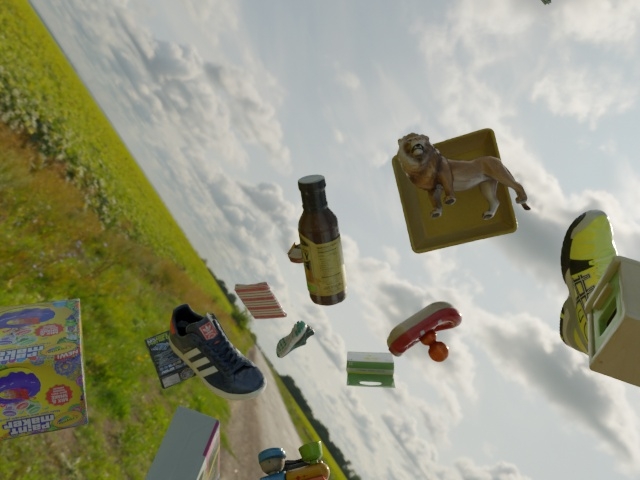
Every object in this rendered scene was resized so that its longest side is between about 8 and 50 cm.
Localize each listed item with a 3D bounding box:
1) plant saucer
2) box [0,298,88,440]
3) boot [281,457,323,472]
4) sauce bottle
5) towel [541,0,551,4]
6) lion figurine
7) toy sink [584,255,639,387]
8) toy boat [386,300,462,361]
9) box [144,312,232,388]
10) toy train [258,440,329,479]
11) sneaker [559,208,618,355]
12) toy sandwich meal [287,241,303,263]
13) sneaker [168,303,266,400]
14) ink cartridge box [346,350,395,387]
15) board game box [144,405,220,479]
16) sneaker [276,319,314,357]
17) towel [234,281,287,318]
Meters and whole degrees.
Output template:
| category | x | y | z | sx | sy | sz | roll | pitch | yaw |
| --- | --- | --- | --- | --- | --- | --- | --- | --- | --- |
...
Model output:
| category | x | y | z | sx | sy | sz | roll | pitch | yaw |
| --- | --- | --- | --- | --- | --- | --- | --- | --- | --- |
| plant saucer | 0.425 | -0.151 | 1.769 | 0.081 | 0.333 | 0.332 | -2 | 78 | -68 |
| box | -0.664 | 0.273 | 1.190 | 0.279 | 0.290 | 0.177 | -141 | -129 | -59 |
| boot | -0.058 | 0.514 | 1.178 | 0.099 | 0.121 | 0.045 | -58 | 132 | -60 |
| sauce bottle | 0.000 | 0.000 | 1.444 | 0.111 | 0.111 | 0.344 | -143 | -139 | -60 |
| towel | 0.508 | -0.631 | 1.299 | 0.113 | 0.152 | 0.023 | 35 | -37 | -19 |
| lion figurine | 0.414 | -0.191 | 1.610 | 0.142 | 0.392 | 0.240 | 120 | -30 | -54 |
| toy sink | 0.588 | 0.130 | 1.037 | 0.131 | 0.234 | 0.152 | 19 | -48 | 11 |
| toy boat | 0.314 | 0.280 | 1.592 | 0.151 | 0.231 | 0.151 | 55 | -14 | 19 |
| box | -0.467 | 0.388 | 1.979 | 0.216 | 0.270 | 0.060 | 44 | -33 | 47 |
| toy train | -0.001 | 0.451 | 1.058 | 0.105 | 0.248 | 0.143 | 67 | 7 | -54 |
| sneaker | 0.685 | 0.110 | 1.349 | 0.147 | 0.145 | 0.384 | -146 | -138 | -63 |
| toy sandwich meal | -0.067 | 0.036 | 1.723 | 0.085 | 0.085 | 0.029 | 47 | -19 | 40 |
| sneaker | -0.285 | 0.286 | 1.472 | 0.350 | 0.131 | 0.148 | 26 | -53 | 29 |
| ink cartridge box | 0.175 | 0.450 | 1.947 | 0.235 | 0.171 | 0.056 | -45 | 136 | -84 |
| board game box | -0.284 | 0.509 | 1.117 | 0.097 | 0.224 | 0.303 | 17 | -42 | 3 |
| sneaker | -0.083 | 0.342 | 1.862 | 0.076 | 0.166 | 0.065 | 26 | 28 | -36 |
| towel | -0.221 | 0.226 | 2.067 | 0.029 | 0.144 | 0.197 | -71 | 146 | -42 |
